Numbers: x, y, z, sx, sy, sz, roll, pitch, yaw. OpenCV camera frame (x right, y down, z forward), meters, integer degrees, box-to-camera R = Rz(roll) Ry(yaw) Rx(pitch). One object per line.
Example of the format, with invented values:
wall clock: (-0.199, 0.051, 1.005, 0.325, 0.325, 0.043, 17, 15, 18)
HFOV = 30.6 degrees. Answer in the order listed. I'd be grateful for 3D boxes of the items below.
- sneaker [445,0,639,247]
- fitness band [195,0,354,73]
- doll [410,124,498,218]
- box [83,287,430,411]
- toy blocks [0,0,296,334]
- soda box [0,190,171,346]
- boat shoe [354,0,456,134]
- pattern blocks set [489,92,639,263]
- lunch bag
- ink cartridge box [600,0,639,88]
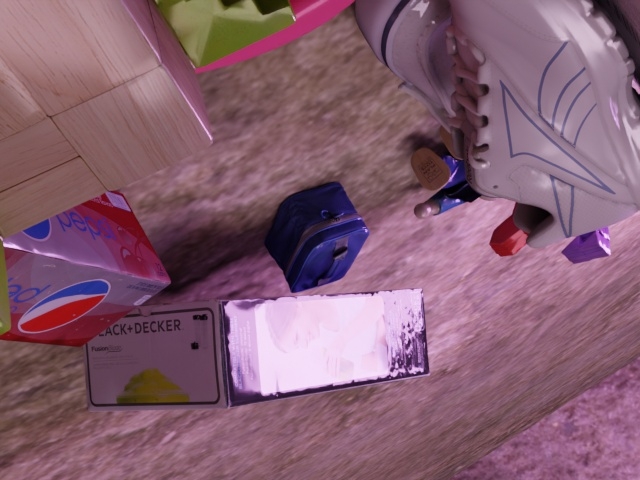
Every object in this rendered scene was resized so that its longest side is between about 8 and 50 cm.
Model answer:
sneaker: (0.133, -0.089, 0.737, 0.129, 0.111, 0.297, -32, 130, 11)
fitness band: (-0.072, -0.161, 0.616, 0.291, 0.054, 0.209, -17, 155, -28)
doll: (0.136, -0.065, 1.094, 0.129, 0.046, 0.189, -47, 161, 13)
box: (-0.051, 0.094, 1.049, 0.169, 0.087, 0.290, -7, 175, 37)
toy blocks: (-0.226, -0.087, 0.411, 0.381, 0.191, 0.261, -24, 139, 6)
soda box: (-0.202, 0.005, 0.734, 0.092, 0.083, 0.263, -34, 163, 12)
boat shoe: (0.154, -0.107, 0.879, 0.136, 0.156, 0.367, -37, 158, 14)
pattern blocks set: (0.304, -0.108, 1.032, 0.325, 0.026, 0.285, -50, -162, -13)
lunch bag: (0.000, 0.000, 1.033, 0.067, 0.065, 0.098, -19, 156, -28)
ink cartridge box: (0.216, -0.188, 0.722, 0.117, 0.207, 0.283, -34, 159, 12)
